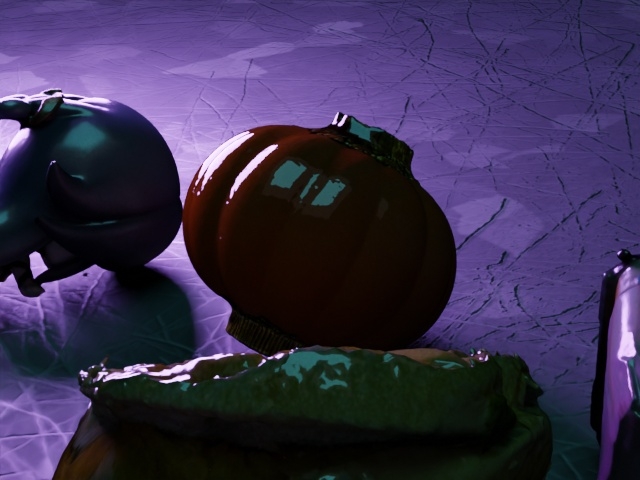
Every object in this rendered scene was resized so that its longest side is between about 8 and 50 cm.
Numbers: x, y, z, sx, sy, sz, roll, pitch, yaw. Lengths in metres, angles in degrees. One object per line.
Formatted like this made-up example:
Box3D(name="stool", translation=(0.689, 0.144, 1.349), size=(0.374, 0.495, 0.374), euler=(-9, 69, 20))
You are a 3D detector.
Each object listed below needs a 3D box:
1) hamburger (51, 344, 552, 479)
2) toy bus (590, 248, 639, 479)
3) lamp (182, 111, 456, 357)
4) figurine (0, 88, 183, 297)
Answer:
Box3D(name="hamburger", translation=(-0.011, 0.127, 0.631), size=(0.265, 0.134, 0.285), euler=(-3, -7, 19))
Box3D(name="toy bus", translation=(0.350, 0.128, 0.682), size=(0.386, 0.171, 0.162), euler=(5, 37, 15))
Box3D(name="lamp", translation=(0.000, 0.000, 0.926), size=(0.223, 0.196, 0.223), euler=(26, -2, 1))
Box3D(name="figurine", translation=(-0.257, -0.032, 1.062), size=(0.265, 0.197, 0.175), euler=(-13, 52, -29))
